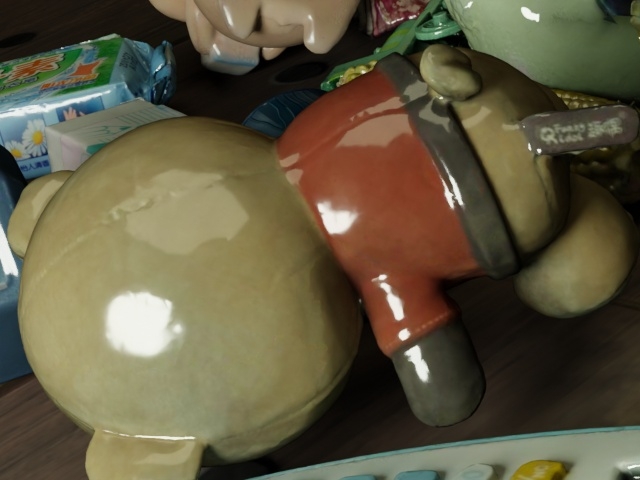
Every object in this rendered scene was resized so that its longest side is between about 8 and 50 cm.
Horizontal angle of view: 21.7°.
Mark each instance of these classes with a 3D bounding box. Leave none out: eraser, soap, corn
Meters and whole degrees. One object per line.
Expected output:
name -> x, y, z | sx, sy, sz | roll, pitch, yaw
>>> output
eraser -> -0.122, -0.054, 1.277 | 0.096, 0.052, 0.225 | -20, 25, -28
soap -> -0.266, -0.108, 1.478 | 0.293, 0.077, 0.156 | -13, 23, 3
corn -> 0.115, -0.073, 1.166 | 0.086, 0.086, 0.288 | -31, 29, -34

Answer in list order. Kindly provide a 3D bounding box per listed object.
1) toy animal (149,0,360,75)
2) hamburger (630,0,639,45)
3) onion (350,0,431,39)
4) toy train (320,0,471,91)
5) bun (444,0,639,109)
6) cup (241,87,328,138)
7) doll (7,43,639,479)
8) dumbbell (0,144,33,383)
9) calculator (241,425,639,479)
toy animal -> -0.066, -0.262, 1.546 | 0.195, 0.212, 0.256 | 5, -5, -25
hamburger -> 0.348, -0.121, 1.022 | 0.309, 0.132, 0.211 | 32, 39, 29
onion -> 0.130, -0.304, 1.622 | 0.280, 0.146, 0.314 | -16, 18, -12
toy train -> 0.085, -0.148, 1.361 | 0.132, 0.083, 0.200 | -14, 16, 22
bun -> 0.213, -0.191, 1.253 | 0.293, 0.187, 0.293 | 6, 48, -6
cup -> 0.008, -0.010, 1.079 | 0.113, 0.150, 0.138 | 14, 12, -27
doll -> 0.000, 0.000, 0.878 | 0.330, 0.174, 0.235 | -24, 55, -3
dumbbell -> -0.325, 0.051, 1.057 | 0.325, 0.160, 0.144 | -20, 54, -10
calculator -> 0.051, 0.161, 0.696 | 0.386, 0.054, 0.256 | -5, 24, 24
